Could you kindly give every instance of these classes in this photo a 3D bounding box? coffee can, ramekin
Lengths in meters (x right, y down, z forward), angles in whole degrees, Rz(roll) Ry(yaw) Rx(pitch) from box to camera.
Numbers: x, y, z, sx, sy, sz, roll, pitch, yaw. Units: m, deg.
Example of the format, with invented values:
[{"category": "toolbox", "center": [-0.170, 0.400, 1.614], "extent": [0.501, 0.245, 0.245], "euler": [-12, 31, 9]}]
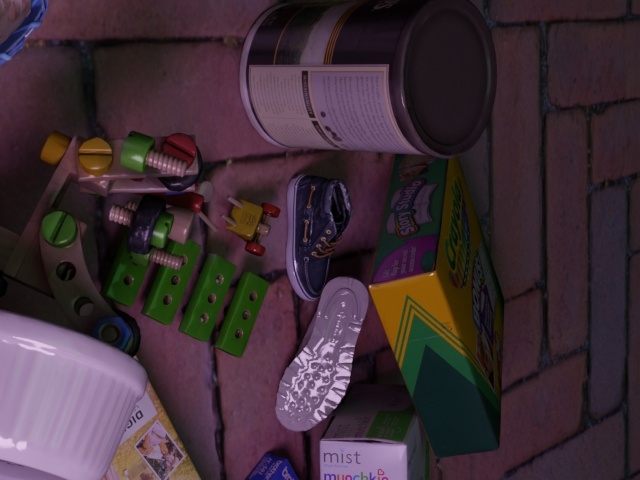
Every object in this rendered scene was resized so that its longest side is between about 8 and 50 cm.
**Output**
[{"category": "coffee can", "center": [0.059, -0.213, 1.549], "extent": [0.201, 0.275, 0.201], "euler": [-9, 102, -48]}, {"category": "ramekin", "center": [-0.311, 0.158, 1.153], "extent": [0.273, 0.273, 0.127], "euler": [34, 60, -45]}]

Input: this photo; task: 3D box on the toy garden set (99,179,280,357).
[{"category": "toy garden set", "center": [-0.159, 0.014, 1.512], "extent": [0.244, 0.049, 0.204], "euler": [32, 73, -45]}]

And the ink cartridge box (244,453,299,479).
[{"category": "ink cartridge box", "center": [-0.050, 0.409, 1.689], "extent": [0.097, 0.046, 0.207], "euler": [-50, 129, -33]}]

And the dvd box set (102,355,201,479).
[{"category": "dvd box set", "center": [-0.262, 0.356, 1.385], "extent": [0.307, 0.062, 0.420], "euler": [-40, 115, -35]}]

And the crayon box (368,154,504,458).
[{"category": "crayon box", "center": [0.181, 0.077, 1.740], "extent": [0.363, 0.106, 0.313], "euler": [-76, 150, -56]}]

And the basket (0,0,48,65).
[{"category": "basket", "center": [-0.358, -0.225, 1.068], "extent": [0.255, 0.289, 0.201], "euler": [-49, 128, -34]}]

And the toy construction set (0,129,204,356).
[{"category": "toy construction set", "center": [-0.263, -0.031, 1.261], "extent": [0.309, 0.237, 0.257], "euler": [-74, -177, -77]}]

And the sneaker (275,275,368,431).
[{"category": "sneaker", "center": [0.008, 0.161, 1.693], "extent": [0.095, 0.090, 0.235], "euler": [-114, -131, -89]}]

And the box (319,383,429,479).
[{"category": "box", "center": [0.079, 0.349, 1.690], "extent": [0.262, 0.126, 0.231], "euler": [-37, 128, -75]}]

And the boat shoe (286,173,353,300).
[{"category": "boat shoe", "center": [0.000, 0.000, 1.658], "extent": [0.065, 0.083, 0.183], "euler": [-18, 109, -46]}]
